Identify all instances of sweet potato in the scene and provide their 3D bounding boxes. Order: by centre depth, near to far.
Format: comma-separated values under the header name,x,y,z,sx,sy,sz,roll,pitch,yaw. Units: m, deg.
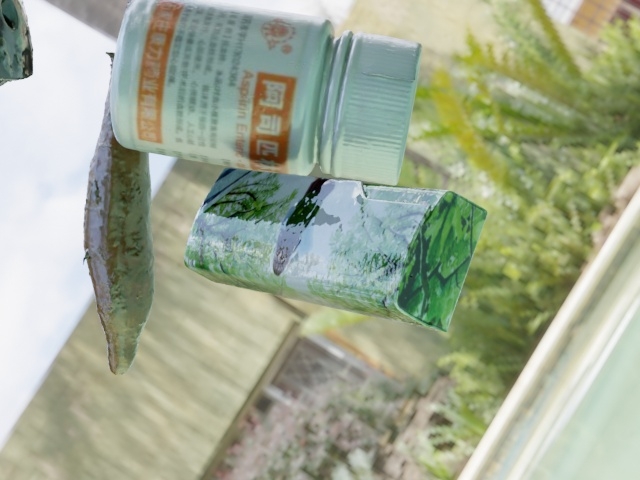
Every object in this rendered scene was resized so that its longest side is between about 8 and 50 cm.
name,x,y,z,sx,sy,sz,roll,pitch,yaw
sweet potato,-0.197,-0.024,1.249,0.072,0.066,0.314,-6,-85,-40

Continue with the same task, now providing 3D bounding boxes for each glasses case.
name,x,y,z,sx,sy,sz,roll,pitch,yaw
glasses case,0.000,0.000,0.985,0.272,0.062,0.095,8,76,52

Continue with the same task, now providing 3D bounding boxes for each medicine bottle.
name,x,y,z,sx,sy,sz,roll,pitch,yaw
medicine bottle,-0.044,-0.129,1.123,0.144,0.252,0.144,8,-90,-88

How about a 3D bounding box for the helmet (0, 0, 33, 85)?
name,x,y,z,sx,sy,sz,roll,pitch,yaw
helmet,-0.221,-0.127,0.623,0.153,0.177,0.107,4,-91,-59
